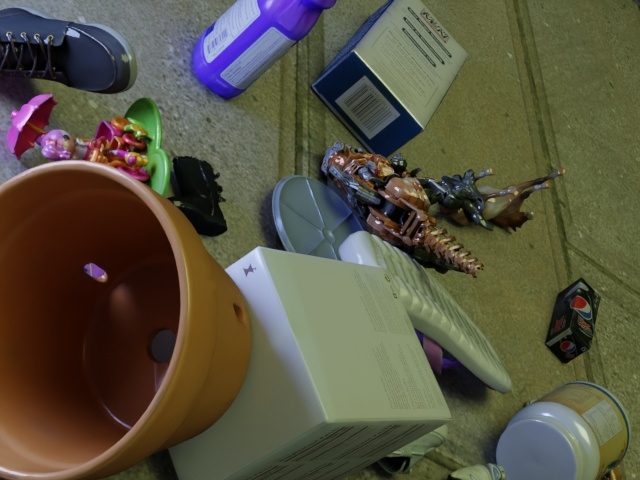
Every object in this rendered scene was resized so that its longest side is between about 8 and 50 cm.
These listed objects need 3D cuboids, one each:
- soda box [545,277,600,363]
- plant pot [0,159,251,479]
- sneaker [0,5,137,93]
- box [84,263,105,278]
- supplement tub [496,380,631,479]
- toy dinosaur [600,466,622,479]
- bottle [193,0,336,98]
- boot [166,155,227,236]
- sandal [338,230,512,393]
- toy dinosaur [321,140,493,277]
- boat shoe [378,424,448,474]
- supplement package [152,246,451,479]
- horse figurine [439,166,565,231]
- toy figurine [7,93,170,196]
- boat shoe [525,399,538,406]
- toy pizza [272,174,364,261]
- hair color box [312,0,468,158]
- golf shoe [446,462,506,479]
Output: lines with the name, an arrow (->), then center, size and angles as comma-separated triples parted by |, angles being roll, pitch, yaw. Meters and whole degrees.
soda box -> 0.436, 0.136, 2.098 | 0.053, 0.060, 0.169 | 44, 33, -9
plant pot -> -0.200, 0.090, 1.164 | 0.203, 0.290, 0.291 | 27, 37, -62
sneaker -> -0.319, -0.205, 1.382 | 0.222, 0.083, 0.118 | 19, 28, 31
box -> -0.230, 0.040, 1.372 | 0.162, 0.029, 0.116 | 52, 33, -6
supplement tub -> 0.351, 0.293, 1.764 | 0.199, 0.144, 0.144 | -14, 71, -55
toy dinosaur -> 0.450, 0.370, 1.893 | 0.112, 0.064, 0.212 | -9, 67, -56
bottle -> -0.059, -0.317, 1.691 | 0.092, 0.283, 0.118 | 35, 35, -26
boot -> -0.166, -0.062, 1.535 | 0.121, 0.045, 0.099 | 20, 47, -51
sandal -> 0.131, 0.112, 1.702 | 0.416, 0.102, 0.169 | 40, 18, -43
toy dinosaur -> 0.122, -0.034, 1.761 | 0.218, 0.164, 0.322 | 19, 39, -42
boat shoe -> 0.092, 0.253, 1.540 | 0.227, 0.079, 0.081 | 28, 73, -59
supplement package -> -0.029, 0.150, 1.341 | 0.262, 0.198, 0.199 | 11, 51, -56
horse figurine -> 0.288, -0.067, 2.037 | 0.263, 0.174, 0.066 | -6, 72, -39
toy figurine -> -0.271, -0.103, 1.376 | 0.159, 0.130, 0.173 | 9, 26, -32
boat shoe -> 0.360, 0.265, 1.902 | 0.100, 0.035, 0.035 | 25, 42, -38
toy pizza -> 0.000, 0.000, 1.698 | 0.201, 0.032, 0.201 | 34, 38, -32
hair color box -> 0.125, -0.289, 2.064 | 0.174, 0.105, 0.347 | 48, 33, -9
golf shoe -> 0.213, 0.380, 1.601 | 0.086, 0.069, 0.176 | 3, 51, -26
